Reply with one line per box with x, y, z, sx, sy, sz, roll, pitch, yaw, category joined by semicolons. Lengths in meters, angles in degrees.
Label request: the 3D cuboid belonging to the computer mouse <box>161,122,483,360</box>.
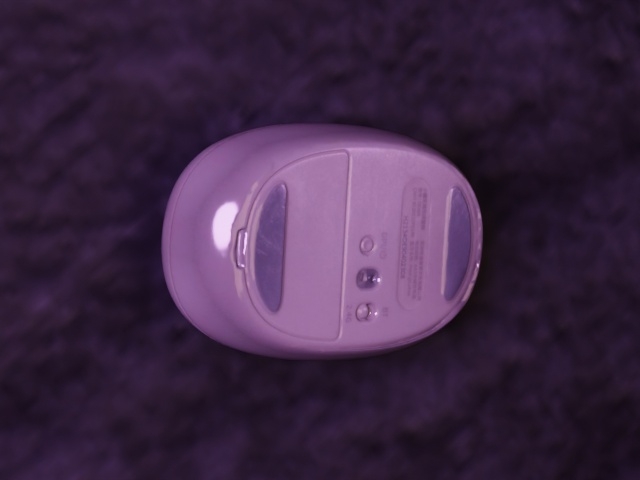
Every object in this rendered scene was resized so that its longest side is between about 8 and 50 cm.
-0.002;0.000;0.549;0.096;0.039;0.066;0;97;-35;computer mouse
